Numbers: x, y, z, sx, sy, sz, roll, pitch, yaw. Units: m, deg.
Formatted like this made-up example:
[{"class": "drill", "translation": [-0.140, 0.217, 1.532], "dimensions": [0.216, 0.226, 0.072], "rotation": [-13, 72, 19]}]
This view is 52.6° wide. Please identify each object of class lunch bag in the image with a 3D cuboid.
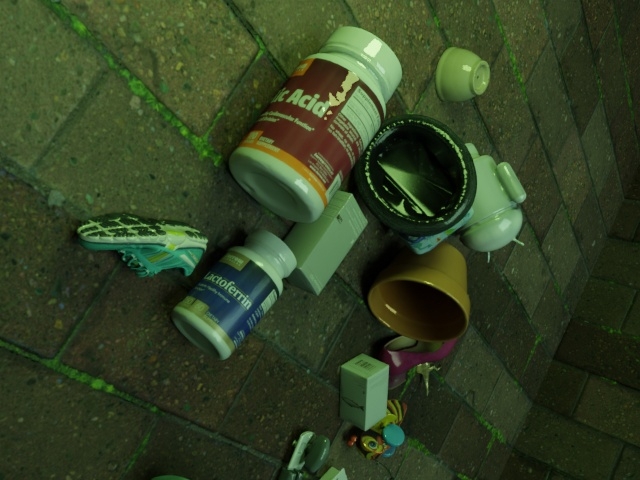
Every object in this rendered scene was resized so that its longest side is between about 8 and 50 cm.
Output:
[{"class": "lunch bag", "translation": [0.300, -0.079, 1.822], "dimensions": [0.219, 0.176, 0.090], "rotation": [-37, 136, -1]}]

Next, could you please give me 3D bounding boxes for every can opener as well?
[{"class": "can opener", "translation": [-0.070, 0.655, 1.772], "dimensions": [0.074, 0.093, 0.280], "rotation": [28, 88, -52]}]

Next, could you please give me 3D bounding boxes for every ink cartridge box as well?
[{"class": "ink cartridge box", "translation": [0.032, 0.762, 1.950], "dimensions": [0.104, 0.060, 0.180], "rotation": [-37, 130, -35]}]

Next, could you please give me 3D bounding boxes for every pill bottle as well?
[{"class": "pill bottle", "translation": [-0.176, 0.108, 1.373], "dimensions": [0.264, 0.153, 0.153], "rotation": [-50, 137, -26]}, {"class": "pill bottle", "translation": [0.000, -0.252, 1.384], "dimensions": [0.392, 0.224, 0.224], "rotation": [-57, 139, -18]}]

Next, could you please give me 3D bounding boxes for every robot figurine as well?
[{"class": "robot figurine", "translation": [0.471, -0.115, 1.945], "dimensions": [0.200, 0.300, 0.353], "rotation": [-20, 79, -42]}]

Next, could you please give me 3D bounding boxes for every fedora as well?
[{"class": "fedora", "translation": [0.244, -0.158, 1.707], "dimensions": [0.333, 0.334, 0.152], "rotation": [-63, 171, -10]}]

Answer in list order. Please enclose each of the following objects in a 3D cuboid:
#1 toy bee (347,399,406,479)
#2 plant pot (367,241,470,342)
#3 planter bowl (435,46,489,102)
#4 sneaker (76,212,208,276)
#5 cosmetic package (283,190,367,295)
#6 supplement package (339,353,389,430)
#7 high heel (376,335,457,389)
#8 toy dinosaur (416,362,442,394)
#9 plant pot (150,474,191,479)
[{"class": "toy bee", "translation": [0.173, 0.601, 1.986], "dimensions": [0.298, 0.162, 0.195], "rotation": [-75, -172, -67]}, {"class": "plant pot", "translation": [0.305, 0.130, 1.876], "dimensions": [0.203, 0.291, 0.290], "rotation": [-63, 143, -36]}, {"class": "planter bowl", "translation": [0.424, -0.479, 1.891], "dimensions": [0.162, 0.109, 0.161], "rotation": [-22, 120, -43]}, {"class": "sneaker", "translation": [-0.325, 0.019, 1.207], "dimensions": [0.275, 0.107, 0.109], "rotation": [11, 105, -51]}, {"class": "cosmetic package", "translation": [0.000, 0.000, 1.581], "dimensions": [0.237, 0.107, 0.127], "rotation": [-58, 142, -21]}, {"class": "supplement package", "translation": [0.127, 0.445, 1.905], "dimensions": [0.105, 0.105, 0.179], "rotation": [-21, 119, -45]}, {"class": "high heel", "translation": [0.330, 0.315, 2.068], "dimensions": [0.377, 0.127, 0.181], "rotation": [-37, 141, -31]}, {"class": "toy dinosaur", "translation": [0.371, 0.439, 2.249], "dimensions": [0.093, 0.053, 0.183], "rotation": [-24, 115, -25]}, {"class": "plant pot", "translation": [-0.291, 0.644, 1.367], "dimensions": [0.247, 0.252, 0.247], "rotation": [-54, 138, -22]}]
